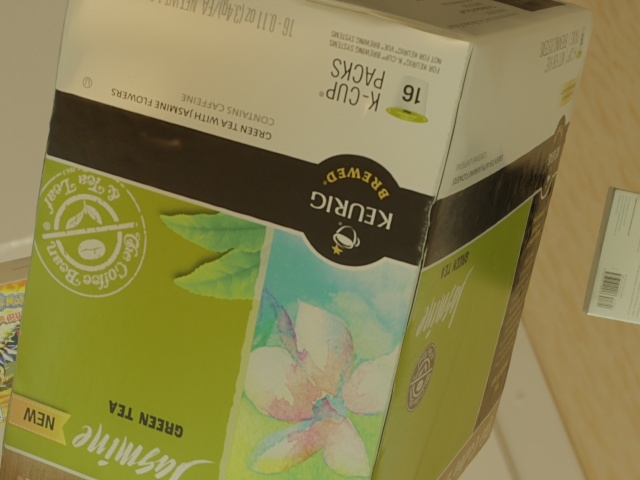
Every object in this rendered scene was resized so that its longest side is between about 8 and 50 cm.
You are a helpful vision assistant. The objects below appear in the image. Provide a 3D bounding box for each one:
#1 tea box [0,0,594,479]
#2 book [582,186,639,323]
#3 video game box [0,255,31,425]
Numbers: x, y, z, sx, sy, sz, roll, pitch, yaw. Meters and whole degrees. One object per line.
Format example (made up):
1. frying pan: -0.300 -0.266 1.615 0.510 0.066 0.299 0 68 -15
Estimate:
1. tea box: 0.000 0.000 0.840 0.220 0.323 0.329 16 -164 17
2. book: 0.275 0.021 1.027 0.144 0.096 0.035 11 -173 -3
3. video game box: -0.284 0.099 1.512 0.205 0.048 0.187 -14 123 -18
